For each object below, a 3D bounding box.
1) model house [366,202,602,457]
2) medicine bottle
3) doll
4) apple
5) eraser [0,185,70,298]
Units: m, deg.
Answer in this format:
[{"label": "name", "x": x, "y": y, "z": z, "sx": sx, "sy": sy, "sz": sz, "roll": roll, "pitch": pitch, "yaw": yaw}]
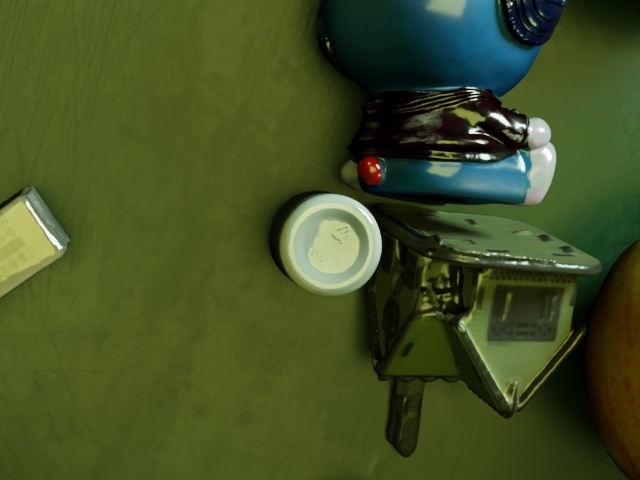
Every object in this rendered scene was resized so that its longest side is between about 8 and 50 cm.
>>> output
[{"label": "model house", "x": 0.148, "y": 0.119, "z": 1.583, "sx": 0.204, "sy": 0.218, "sz": 0.279, "roll": 5, "pitch": 101, "yaw": -19}, {"label": "medicine bottle", "x": 0.000, "y": 0.000, "z": 1.565, "sx": 0.102, "sy": 0.186, "sz": 0.103, "roll": 0, "pitch": 94, "yaw": -7}, {"label": "doll", "x": 0.118, "y": -0.195, "z": 1.545, "sx": 0.240, "sy": 0.284, "sz": 0.310, "roll": 6, "pitch": 88, "yaw": -49}, {"label": "apple", "x": 0.431, "y": 0.115, "z": 1.546, "sx": 0.339, "sy": 0.339, "sz": 0.340, "roll": 0, "pitch": 93, "yaw": -7}, {"label": "eraser", "x": -0.416, "y": 0.073, "z": 1.542, "sx": 0.343, "sy": 0.144, "sz": 0.078, "roll": -35, "pitch": 98, "yaw": -3}]
